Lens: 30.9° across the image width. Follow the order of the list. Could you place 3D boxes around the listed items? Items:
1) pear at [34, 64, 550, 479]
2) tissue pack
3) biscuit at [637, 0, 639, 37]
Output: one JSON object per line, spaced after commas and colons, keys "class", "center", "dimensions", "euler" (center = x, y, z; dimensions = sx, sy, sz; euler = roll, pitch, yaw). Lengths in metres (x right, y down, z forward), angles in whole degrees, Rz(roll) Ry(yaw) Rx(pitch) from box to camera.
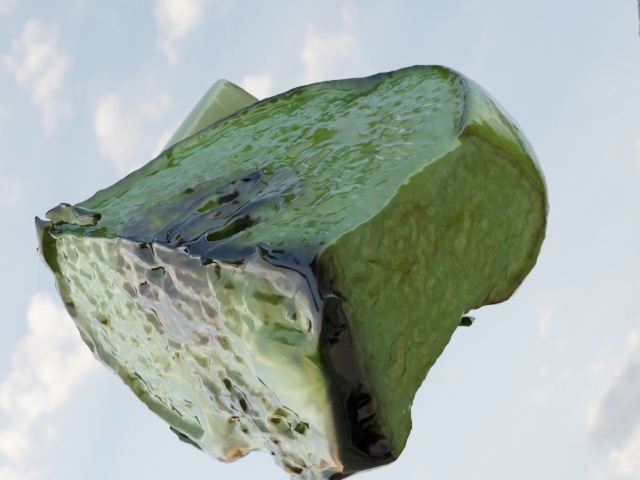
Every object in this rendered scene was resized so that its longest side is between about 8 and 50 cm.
{"class": "pear", "center": [0.000, 0.000, 0.702], "dimensions": [0.255, 0.238, 0.164], "euler": [-43, -55, -38]}
{"class": "tissue pack", "center": [-0.156, -0.061, 1.428], "dimensions": [0.234, 0.125, 0.159], "euler": [-61, 9, -32]}
{"class": "biscuit", "center": [0.367, -0.199, 1.002], "dimensions": [0.044, 0.217, 0.325], "euler": [-61, 4, 32]}
